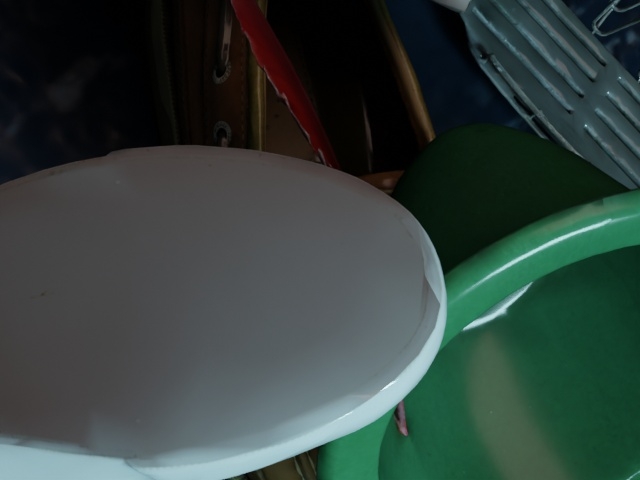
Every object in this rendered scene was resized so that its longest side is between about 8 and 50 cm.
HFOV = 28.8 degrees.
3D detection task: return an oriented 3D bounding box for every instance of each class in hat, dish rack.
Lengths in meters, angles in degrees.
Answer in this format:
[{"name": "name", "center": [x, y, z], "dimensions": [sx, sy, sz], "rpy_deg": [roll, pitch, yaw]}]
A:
[{"name": "hat", "center": [0.046, -0.014, 0.457], "dimensions": [0.173, 0.208, 0.183], "rpy_deg": [-17, 48, -14]}, {"name": "dish rack", "center": [0.198, -0.141, 0.675], "dimensions": [0.208, 0.074, 0.271], "rpy_deg": [44, 59, -7]}]

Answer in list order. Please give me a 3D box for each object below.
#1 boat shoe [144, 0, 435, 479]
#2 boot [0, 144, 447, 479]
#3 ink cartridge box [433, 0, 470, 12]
[{"name": "boat shoe", "center": [0.000, 0.000, 0.503], "dimensions": [0.111, 0.104, 0.307], "rpy_deg": [-13, 80, -31]}, {"name": "boot", "center": [-0.087, 0.050, 0.376], "dimensions": [0.258, 0.123, 0.095], "rpy_deg": [-9, 64, 7]}, {"name": "ink cartridge box", "center": [0.056, -0.202, 0.550], "dimensions": [0.261, 0.066, 0.296], "rpy_deg": [19, 38, -18]}]
